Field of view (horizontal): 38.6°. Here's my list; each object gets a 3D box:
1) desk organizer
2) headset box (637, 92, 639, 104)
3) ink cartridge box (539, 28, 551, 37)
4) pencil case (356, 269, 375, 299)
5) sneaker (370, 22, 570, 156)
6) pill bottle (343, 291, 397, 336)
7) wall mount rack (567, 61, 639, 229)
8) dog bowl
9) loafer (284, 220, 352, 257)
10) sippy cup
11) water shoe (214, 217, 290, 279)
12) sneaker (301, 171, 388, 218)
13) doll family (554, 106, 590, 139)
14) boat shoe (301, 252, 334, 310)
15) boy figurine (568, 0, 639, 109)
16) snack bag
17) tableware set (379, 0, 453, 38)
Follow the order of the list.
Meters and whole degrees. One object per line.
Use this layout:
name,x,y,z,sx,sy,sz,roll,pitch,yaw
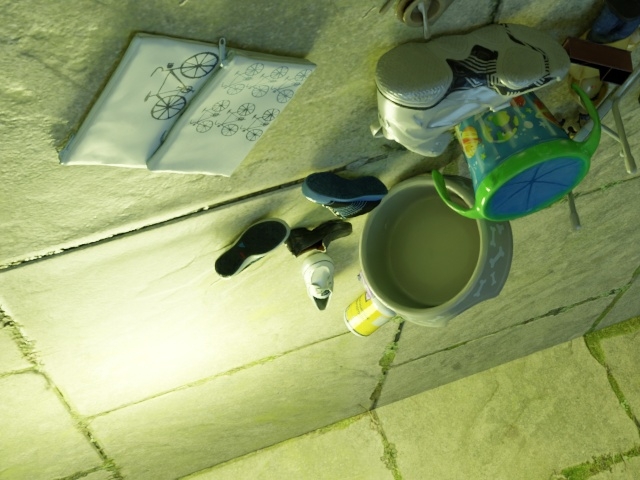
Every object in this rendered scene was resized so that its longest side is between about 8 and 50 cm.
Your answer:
desk organizer,0.507,-0.330,1.685,0.130,0.050,0.047,11,149,-11
headset box,0.844,-0.349,1.969,0.247,0.131,0.283,-15,155,1
ink cartridge box,0.403,-0.358,1.733,0.048,0.028,0.083,-17,154,-12
pencil case,0.204,0.087,2.388,0.206,0.086,0.088,-21,121,0
sneaker,0.261,-0.272,1.670,0.366,0.137,0.210,-11,154,-13
pill bottle,0.156,0.182,2.524,0.103,0.103,0.184,4,144,-44
wall mount rack,0.585,-0.198,1.842,0.304,0.130,0.350,-45,170,-34
dog bowl,0.239,0.016,1.995,0.349,0.348,0.102,-34,157,24
loafer,0.000,0.000,2.077,0.170,0.061,0.062,-15,153,-18
sippy cup,0.380,-0.192,1.816,0.306,0.224,0.240,-17,154,-13
water shoe,-0.146,0.009,1.992,0.203,0.073,0.080,-33,180,20
sneaker,0.040,-0.086,1.915,0.232,0.081,0.090,1,139,-43
doll family,0.537,-0.231,2.056,0.193,0.076,0.111,-13,158,-9
boat shoe,0.005,0.106,2.278,0.083,0.075,0.226,-21,155,-5
boy figurine,0.540,-0.364,1.766,0.177,0.092,0.285,-16,152,-19
snack bag,-0.220,-0.210,1.504,0.343,0.037,0.323,1,147,-41
tableware set,0.197,-0.405,1.454,0.128,0.039,0.194,0,147,-39
